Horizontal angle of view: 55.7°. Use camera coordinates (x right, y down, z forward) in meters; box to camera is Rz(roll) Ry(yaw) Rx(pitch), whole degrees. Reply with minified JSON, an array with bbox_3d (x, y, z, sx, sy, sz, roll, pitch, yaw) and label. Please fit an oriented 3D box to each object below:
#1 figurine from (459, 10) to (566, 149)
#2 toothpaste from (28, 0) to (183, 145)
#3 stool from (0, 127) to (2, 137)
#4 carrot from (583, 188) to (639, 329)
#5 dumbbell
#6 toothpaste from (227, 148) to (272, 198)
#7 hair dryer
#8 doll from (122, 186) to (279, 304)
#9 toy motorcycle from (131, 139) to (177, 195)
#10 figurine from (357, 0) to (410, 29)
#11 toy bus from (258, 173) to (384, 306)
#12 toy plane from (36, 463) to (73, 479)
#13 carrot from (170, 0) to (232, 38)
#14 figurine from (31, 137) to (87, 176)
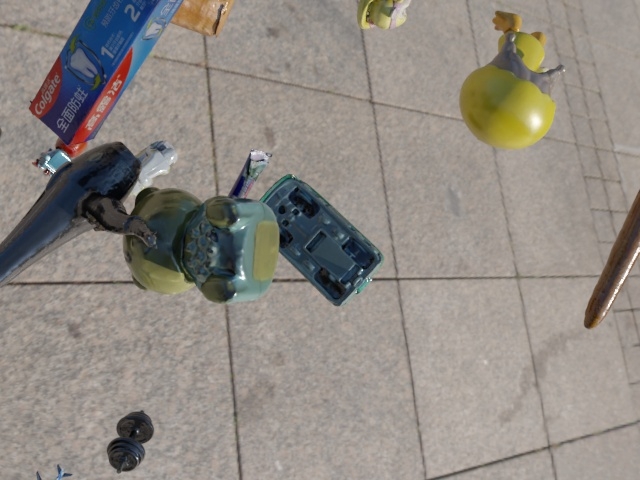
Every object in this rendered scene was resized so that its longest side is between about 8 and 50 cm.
[{"bbox_3d":[0.432,-0.366,1.382,0.215,0.187,0.344,19,62,-4],"label":"figurine"},{"bbox_3d":[-0.261,-0.265,0.779,0.076,0.320,0.066,43,25,-2],"label":"toothpaste"},{"bbox_3d":[-0.776,-0.254,1.226,0.153,0.228,0.139,-34,62,-2],"label":"stool"},{"bbox_3d":[0.439,0.018,0.872,0.043,0.043,0.248,17,100,-32],"label":"carrot"},{"bbox_3d":[-0.486,0.513,1.557,0.099,0.099,0.208,44,19,-18],"label":"dumbbell"},{"bbox_3d":[-0.138,-0.084,1.036,0.045,0.170,0.028,9,36,-41],"label":"toothpaste"},{"bbox_3d":[-0.349,-0.018,0.901,0.304,0.359,0.120,-46,127,-20],"label":"hair dryer"},{"bbox_3d":[-0.203,0.005,0.976,0.161,0.260,0.177,-7,100,-63],"label":"doll"},{"bbox_3d":[-0.360,-0.146,1.238,0.074,0.151,0.229,62,33,-22],"label":"toy motorcycle"},{"bbox_3d":[0.115,-0.405,0.936,0.083,0.187,0.083,10,54,-13],"label":"figurine"},{"bbox_3d":[0.000,0.000,1.584,0.343,0.183,0.199,45,6,9],"label":"toy bus"},{"bbox_3d":[-0.466,0.429,1.042,0.077,0.024,0.084,29,66,11],"label":"toy plane"},{"bbox_3d":[-0.325,-0.548,1.338,0.254,0.196,0.196,26,61,-17],"label":"carrot"},{"bbox_3d":[-0.616,-0.214,1.454,0.140,0.075,0.068,-53,136,-19],"label":"figurine"}]
